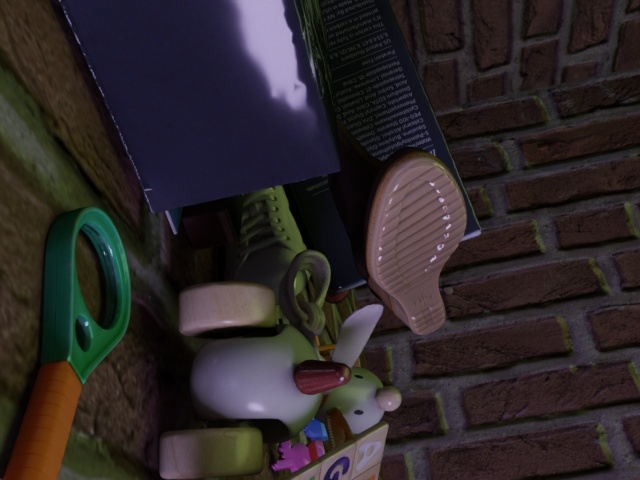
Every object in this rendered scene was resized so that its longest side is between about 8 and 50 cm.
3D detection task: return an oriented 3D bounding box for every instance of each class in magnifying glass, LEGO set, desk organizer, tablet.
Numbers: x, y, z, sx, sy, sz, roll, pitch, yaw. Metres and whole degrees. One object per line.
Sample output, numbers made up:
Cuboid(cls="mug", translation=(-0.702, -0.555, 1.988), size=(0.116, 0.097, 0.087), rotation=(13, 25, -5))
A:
Cuboid(cls="magnifying glass", translation=(-0.151, 0.064, 0.463), size=(0.231, 0.026, 0.092), rotation=(-92, 169, -52))
Cuboid(cls="LEGO set", translation=(-0.046, 0.191, 0.990), size=(0.087, 0.093, 0.227), rotation=(128, -45, -55))
Cuboid(cls="desk organizer", translation=(-0.116, -0.047, 0.846), size=(0.130, 0.050, 0.047), rotation=(-92, 169, -54))
Cuboid(cls="tablet", translation=(-0.151, -0.053, 0.743), size=(0.054, 0.006, 0.083), rotation=(-92, 170, -55))

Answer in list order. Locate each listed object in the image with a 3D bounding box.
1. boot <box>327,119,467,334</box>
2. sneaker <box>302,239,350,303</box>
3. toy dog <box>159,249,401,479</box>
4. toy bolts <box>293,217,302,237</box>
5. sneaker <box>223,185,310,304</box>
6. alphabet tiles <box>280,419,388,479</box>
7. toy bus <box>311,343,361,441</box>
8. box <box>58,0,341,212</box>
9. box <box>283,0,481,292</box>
Cuboid(cls="boot", translation=(0.045, -0.043, 0.697), size=(0.248, 0.090, 0.207), rotation=(77, -14, -54))
Cuboid(cls="sneaker", translation=(-0.001, 0.000, 1.609), size=(0.135, 0.097, 0.276), rotation=(32, 45, -82))
Cuboid(cls="toy dog", translation=(0.003, 0.126, 0.688), size=(0.333, 0.160, 0.220), rotation=(-15, 98, -61))
Cuboid(cls="toy bolts", translation=(-0.021, -0.143, 1.310), size=(0.229, 0.218, 0.158), rotation=(62, 9, 12))
Cuboid(cls="sneaker", translation=(-0.085, -0.024, 0.929), size=(0.290, 0.105, 0.123), rotation=(-110, 179, -63))
Cuboid(cls="alphabet tiles", translation=(-0.028, 0.276, 0.602), size=(0.198, 0.009, 0.237), rotation=(-17, 123, -43))
Cuboid(cls="toy bus", translation=(0.020, 0.232, 1.349), size=(0.202, 0.104, 0.191), rotation=(-92, 170, -53))
Cuboid(cls="box", translation=(-0.105, -0.258, 0.704), size=(0.343, 0.178, 0.313), rotation=(-92, 169, -54))
Cuboid(cls="box", translation=(0.029, -0.150, 1.089), size=(0.293, 0.211, 0.396), rotation=(170, -103, -86))
